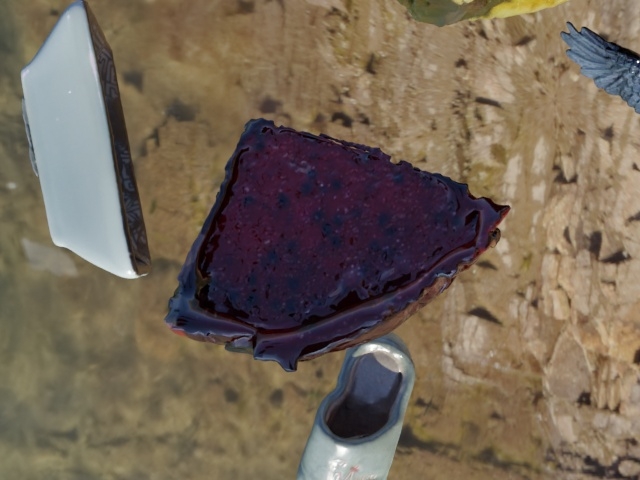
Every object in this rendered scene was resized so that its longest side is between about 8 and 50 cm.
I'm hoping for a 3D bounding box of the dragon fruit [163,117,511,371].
[{"bbox_3d":[0.012,0.017,0.435,0.161,0.127,0.120,16,82,18],"label":"dragon fruit"}]

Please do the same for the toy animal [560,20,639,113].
[{"bbox_3d":[0.267,-0.097,0.548,0.220,0.108,0.062,24,83,18],"label":"toy animal"}]

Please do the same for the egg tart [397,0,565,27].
[{"bbox_3d":[0.165,-0.229,0.435,0.319,0.319,0.128,-23,89,19],"label":"egg tart"}]

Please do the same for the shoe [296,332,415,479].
[{"bbox_3d":[0.036,0.226,0.922,0.103,0.100,0.250,18,97,10],"label":"shoe"}]

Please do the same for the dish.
[{"bbox_3d":[-0.221,-0.079,0.749,0.080,0.182,0.243,-11,91,-8],"label":"dish"}]
